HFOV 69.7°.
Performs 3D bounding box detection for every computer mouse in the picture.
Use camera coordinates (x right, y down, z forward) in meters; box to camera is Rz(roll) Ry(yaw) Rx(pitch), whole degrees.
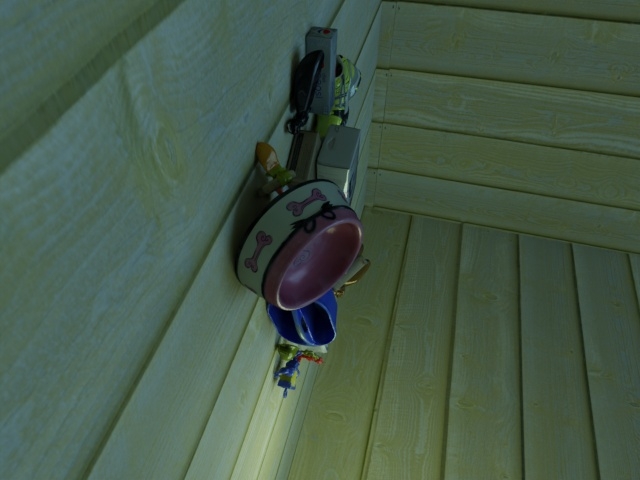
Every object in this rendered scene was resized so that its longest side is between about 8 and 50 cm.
[{"bbox_3d":[-0.059,-0.495,1.512,0.189,0.072,0.273,-66,176,-60],"label":"computer mouse"}]

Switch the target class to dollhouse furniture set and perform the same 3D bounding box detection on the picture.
[{"bbox_3d":[0.000,0.000,1.782,0.173,0.356,0.303,-41,-155,-9],"label":"dollhouse furniture set"}]

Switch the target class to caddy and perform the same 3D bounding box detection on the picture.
[{"bbox_3d":[-0.064,0.280,1.747,0.342,0.240,0.179,72,21,-44],"label":"caddy"}]

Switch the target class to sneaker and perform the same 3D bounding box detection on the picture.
[{"bbox_3d":[0.041,-0.576,1.882,0.147,0.145,0.385,33,67,-46],"label":"sneaker"}]

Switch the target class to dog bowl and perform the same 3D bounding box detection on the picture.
[{"bbox_3d":[-0.041,0.031,1.339,0.407,0.150,0.408,-34,150,-23],"label":"dog bowl"}]

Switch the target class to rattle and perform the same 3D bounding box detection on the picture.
[{"bbox_3d":[-0.155,-0.200,1.372,0.130,0.142,0.200,-48,-172,4],"label":"rattle"}]

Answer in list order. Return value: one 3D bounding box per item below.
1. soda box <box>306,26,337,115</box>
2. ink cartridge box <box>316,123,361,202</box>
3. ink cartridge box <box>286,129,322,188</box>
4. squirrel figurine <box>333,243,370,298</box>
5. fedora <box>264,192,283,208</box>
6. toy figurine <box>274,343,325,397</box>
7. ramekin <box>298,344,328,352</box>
[{"bbox_3d":[0.004,-0.604,1.652,0.098,0.091,0.287,-70,167,-45],"label":"soda box"},{"bbox_3d":[0.069,-0.257,1.793,0.306,0.131,0.226,92,12,-55],"label":"ink cartridge box"},{"bbox_3d":[-0.052,-0.271,1.705,0.235,0.088,0.194,61,40,-75],"label":"ink cartridge box"},{"bbox_3d":[0.075,0.136,2.541,0.370,0.280,0.397,-89,-156,-74],"label":"squirrel figurine"},{"bbox_3d":[-0.089,-0.069,1.438,0.275,0.124,0.244,-41,153,-12],"label":"fedora"},{"bbox_3d":[-0.114,0.598,2.048,0.363,0.191,0.218,72,35,-68],"label":"toy figurine"},{"bbox_3d":[-0.047,0.398,2.152,0.273,0.127,0.273,-9,90,-88],"label":"ramekin"}]
